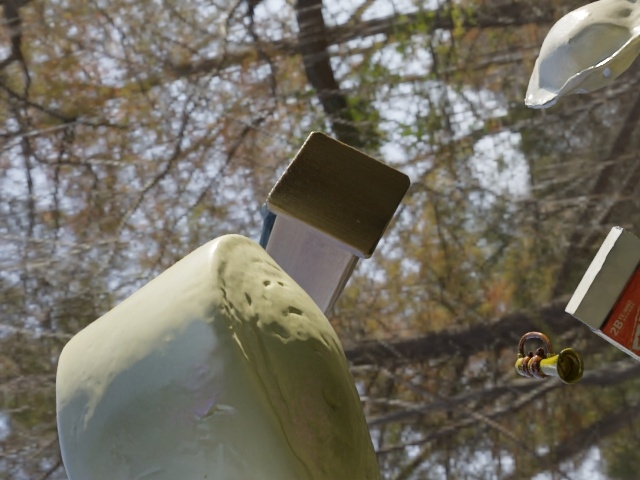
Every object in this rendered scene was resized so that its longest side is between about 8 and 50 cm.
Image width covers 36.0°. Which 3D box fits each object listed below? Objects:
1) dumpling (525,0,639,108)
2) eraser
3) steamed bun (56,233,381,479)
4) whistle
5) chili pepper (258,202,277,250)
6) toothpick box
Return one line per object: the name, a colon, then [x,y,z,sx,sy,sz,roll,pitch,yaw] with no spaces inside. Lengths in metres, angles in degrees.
dumpling: [0.589,-0.403,2.143,0.181,0.341,0.260,64,-142,-34]
eraser: [0.510,0.103,1.529,0.230,0.038,0.157,31,-92,-14]
steamed bun: [-0.138,0.256,1.304,0.455,0.371,0.290,61,-154,9]
whistle: [0.293,0.158,1.311,0.046,0.109,0.057,-35,-74,-26]
chili pepper: [-0.095,0.026,1.945,0.062,0.108,0.216,13,-100,-26]
toothpick box: [0.000,0.000,1.696,0.187,0.190,0.308,-60,-5,-36]
